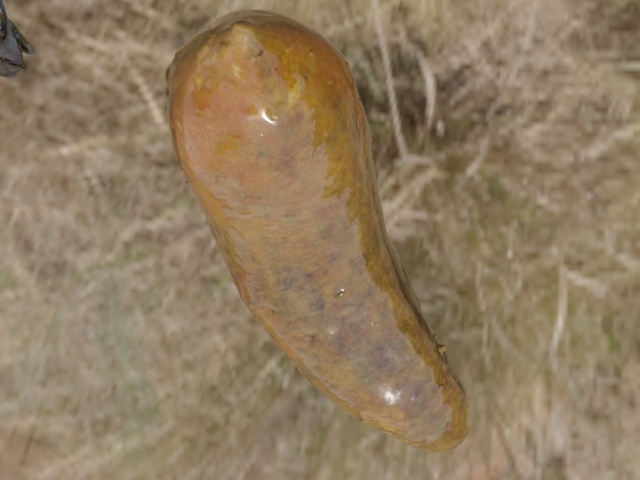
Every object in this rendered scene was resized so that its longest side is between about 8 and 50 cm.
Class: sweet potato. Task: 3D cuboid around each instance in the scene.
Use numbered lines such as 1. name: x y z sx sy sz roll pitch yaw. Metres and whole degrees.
1. sweet potato: -0.001 0.000 0.966 0.097 0.097 0.292 -12 131 17

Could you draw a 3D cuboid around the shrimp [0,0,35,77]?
1. shrimp: -0.158 -0.110 0.702 0.178 0.124 0.034 36 101 8
